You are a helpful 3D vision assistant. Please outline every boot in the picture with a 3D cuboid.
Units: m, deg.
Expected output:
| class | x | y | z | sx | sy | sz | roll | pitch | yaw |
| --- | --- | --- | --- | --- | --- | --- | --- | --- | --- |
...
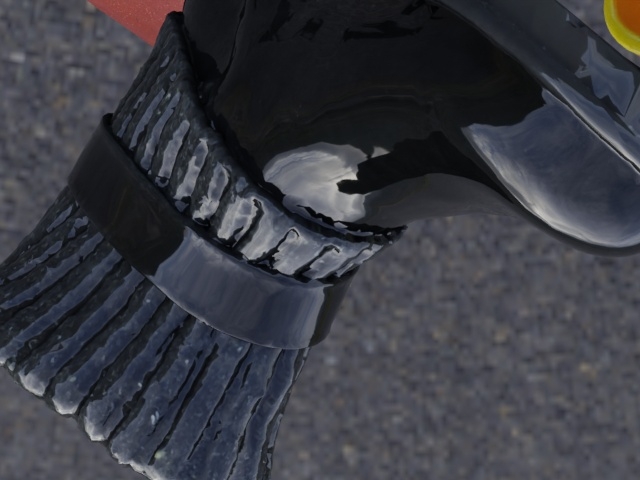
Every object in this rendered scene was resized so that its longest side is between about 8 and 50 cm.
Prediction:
| class | x | y | z | sx | sy | sz | roll | pitch | yaw |
| --- | --- | --- | --- | --- | --- | --- | --- | --- | --- |
| boot | 0.003 | 0.001 | 0.802 | 0.131 | 0.348 | 0.260 | 29 | 94 | -34 |

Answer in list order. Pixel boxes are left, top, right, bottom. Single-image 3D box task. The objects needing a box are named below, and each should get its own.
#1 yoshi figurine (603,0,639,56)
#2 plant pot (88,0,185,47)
| class | x | y | z | sx | sy | sz | roll | pitch | yaw |
| --- | --- | --- | --- | --- | --- | --- | --- | --- | --- |
| yoshi figurine | 0.311 | -0.146 | 0.987 | 0.362 | 0.203 | 0.204 | 6 | 175 | -36 |
| plant pot | -0.025 | -0.232 | 1.157 | 0.267 | 0.267 | 0.236 | 35 | 145 | -7 |
